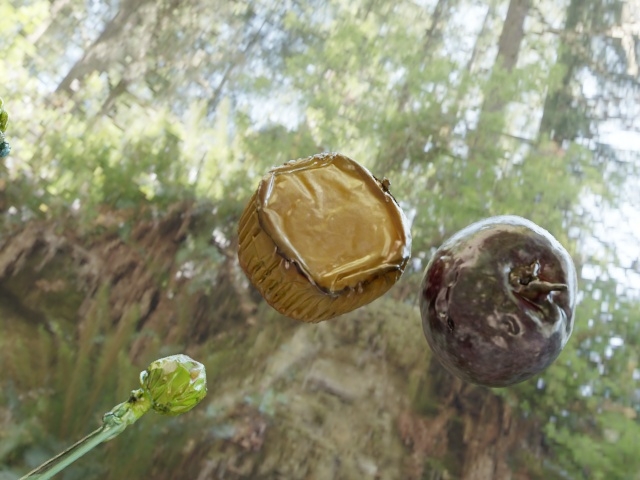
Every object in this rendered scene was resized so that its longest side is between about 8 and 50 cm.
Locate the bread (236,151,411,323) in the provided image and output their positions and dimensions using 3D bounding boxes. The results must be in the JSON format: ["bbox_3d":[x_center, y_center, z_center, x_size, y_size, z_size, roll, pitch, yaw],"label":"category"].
[{"bbox_3d":[0.000,0.001,1.405,0.199,0.199,0.104,31,-40,-8],"label":"bread"}]

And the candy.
[{"bbox_3d":[-0.246,0.217,1.451,0.073,0.262,0.077,54,-24,9],"label":"candy"}]

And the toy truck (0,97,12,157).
[{"bbox_3d":[-0.342,-0.120,1.230,0.077,0.076,0.111,44,-14,2],"label":"toy truck"}]

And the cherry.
[{"bbox_3d":[0.194,0.074,1.365,0.195,0.195,0.195,9,-49,11],"label":"cherry"}]
